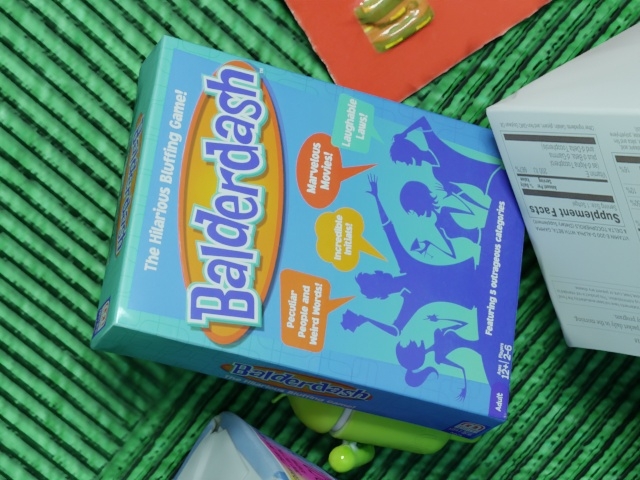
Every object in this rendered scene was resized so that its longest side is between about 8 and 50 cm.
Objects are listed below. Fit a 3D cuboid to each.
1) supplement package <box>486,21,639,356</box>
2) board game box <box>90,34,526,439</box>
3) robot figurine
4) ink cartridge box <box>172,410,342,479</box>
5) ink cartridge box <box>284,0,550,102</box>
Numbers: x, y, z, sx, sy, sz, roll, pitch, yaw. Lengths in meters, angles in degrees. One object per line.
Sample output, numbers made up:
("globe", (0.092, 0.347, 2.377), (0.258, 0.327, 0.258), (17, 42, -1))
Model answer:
("supplement package", (0.253, -0.039, 0.958), (0.204, 0.262, 0.145), (-29, 109, -27))
("board game box", (0.000, 0.000, 1.002), (0.210, 0.047, 0.160), (14, 67, -17))
("robot figurine", (0.033, 0.077, 1.054), (0.115, 0.067, 0.101), (13, 98, -16))
("ink cartridge box", (0.049, 0.310, 1.066), (0.395, 0.151, 0.270), (32, 93, -17))
("ink cartridge box", (0.066, -0.267, 0.930), (0.308, 0.091, 0.385), (-34, 120, -1))
